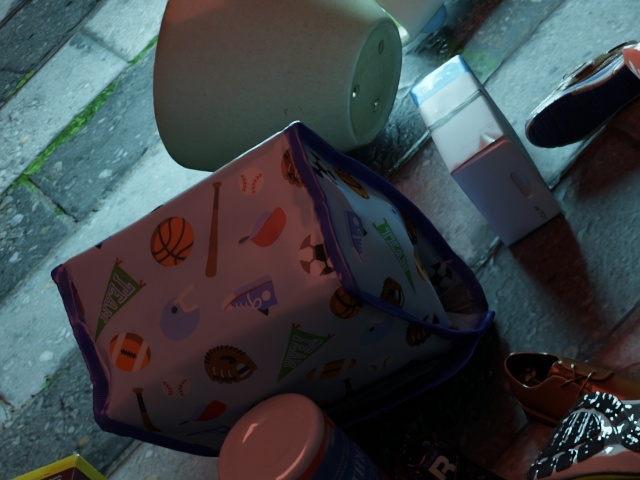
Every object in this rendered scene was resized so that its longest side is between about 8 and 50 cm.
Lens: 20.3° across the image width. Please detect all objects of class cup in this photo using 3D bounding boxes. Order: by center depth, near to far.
[{"bbox_3d":[-0.034,-0.229,2.314,0.237,0.331,0.331,14,60,23],"label":"cup"}]

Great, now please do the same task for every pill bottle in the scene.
[{"bbox_3d":[0.008,0.261,1.775,0.124,0.221,0.124,-26,38,23],"label":"pill bottle"}]

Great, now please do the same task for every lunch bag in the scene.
[{"bbox_3d":[-0.028,0.090,1.885,0.328,0.385,0.239,-27,64,19],"label":"lunch bag"}]

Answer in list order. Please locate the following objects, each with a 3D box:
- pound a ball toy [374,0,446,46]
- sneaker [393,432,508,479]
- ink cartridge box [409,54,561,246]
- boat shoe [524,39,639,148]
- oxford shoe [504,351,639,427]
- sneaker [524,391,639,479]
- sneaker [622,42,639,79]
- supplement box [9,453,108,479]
[{"bbox_3d":[0.166,-0.408,2.464,0.319,0.136,0.208,-51,10,-13],"label":"pound a ball toy"},{"bbox_3d":[0.148,0.252,1.735,0.217,0.121,0.079,14,63,51],"label":"sneaker"},{"bbox_3d":[0.190,-0.105,2.068,0.082,0.139,0.191,-33,35,11],"label":"ink cartridge box"},{"bbox_3d":[0.315,-0.172,2.094,0.183,0.066,0.066,-30,30,0],"label":"boat shoe"},{"bbox_3d":[0.264,0.155,1.771,0.212,0.076,0.076,9,57,47],"label":"oxford shoe"},{"bbox_3d":[0.302,0.211,1.644,0.111,0.121,0.300,-52,16,-26],"label":"sneaker"},{"bbox_3d":[0.470,-0.306,2.009,0.148,0.131,0.350,29,74,43],"label":"sneaker"},{"bbox_3d":[-0.329,0.384,2.055,0.191,0.129,0.194,-23,38,25],"label":"supplement box"}]
